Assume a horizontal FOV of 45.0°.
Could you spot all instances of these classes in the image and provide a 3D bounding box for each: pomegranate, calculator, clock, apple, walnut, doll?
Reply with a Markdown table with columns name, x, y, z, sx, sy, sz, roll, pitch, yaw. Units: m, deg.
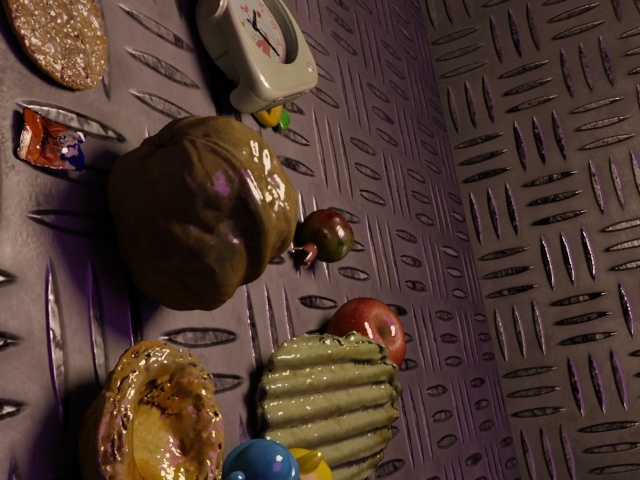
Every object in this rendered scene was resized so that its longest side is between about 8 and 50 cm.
| name | x | y | z | sx | sy | sz | roll | pitch | yaw |
| --- | --- | --- | --- | --- | --- | --- | --- | --- | --- |
| pomegranate | -0.004 | -0.005 | 1.758 | 0.159 | 0.129 | 0.129 | -15 | 90 | -23 |
| calculator | -0.137 | -0.338 | 1.741 | 0.235 | 0.032 | 0.146 | 53 | 32 | -38 |
| clock | -0.148 | -0.438 | 1.632 | 0.265 | 0.108 | 0.324 | -31 | 95 | -58 |
| apple | 0.096 | 0.234 | 1.763 | 0.201 | 0.162 | 0.201 | 26 | 49 | -34 |
| walnut | -0.181 | -0.047 | 1.194 | 0.277 | 0.253 | 0.282 | 66 | 24 | -18 |
| doll | -0.072 | 0.413 | 1.256 | 0.145 | 0.199 | 0.363 | 41 | -5 | 29 |

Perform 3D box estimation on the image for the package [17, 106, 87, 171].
| name | x | y | z | sx | sy | sz | roll | pitch | yaw |
| --- | --- | --- | --- | --- | --- | --- | --- | --- | --- |
| package | -0.378 | -0.138 | 1.090 | 0.110 | 0.033 | 0.077 | 15 | 85 | -48 |

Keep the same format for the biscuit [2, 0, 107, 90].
| name | x | y | z | sx | sy | sz | roll | pitch | yaw |
| --- | --- | --- | --- | --- | --- | --- | --- | --- | --- |
| biscuit | -0.395 | -0.331 | 1.165 | 0.220 | 0.033 | 0.220 | -14 | 90 | -68 |

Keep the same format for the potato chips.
| name | x | y | z | sx | sy | sz | roll | pitch | yaw |
| --- | --- | --- | --- | --- | --- | --- | --- | --- | --- |
| potato chips | 0.023 | 0.361 | 1.547 | 0.429 | 0.070 | 0.359 | 5 | 88 | -49 |

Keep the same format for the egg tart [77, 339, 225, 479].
| name | x | y | z | sx | sy | sz | roll | pitch | yaw |
| --- | --- | --- | --- | --- | --- | --- | --- | --- | --- |
| egg tart | -0.233 | 0.283 | 1.054 | 0.288 | 0.118 | 0.288 | -15 | 90 | -69 |
